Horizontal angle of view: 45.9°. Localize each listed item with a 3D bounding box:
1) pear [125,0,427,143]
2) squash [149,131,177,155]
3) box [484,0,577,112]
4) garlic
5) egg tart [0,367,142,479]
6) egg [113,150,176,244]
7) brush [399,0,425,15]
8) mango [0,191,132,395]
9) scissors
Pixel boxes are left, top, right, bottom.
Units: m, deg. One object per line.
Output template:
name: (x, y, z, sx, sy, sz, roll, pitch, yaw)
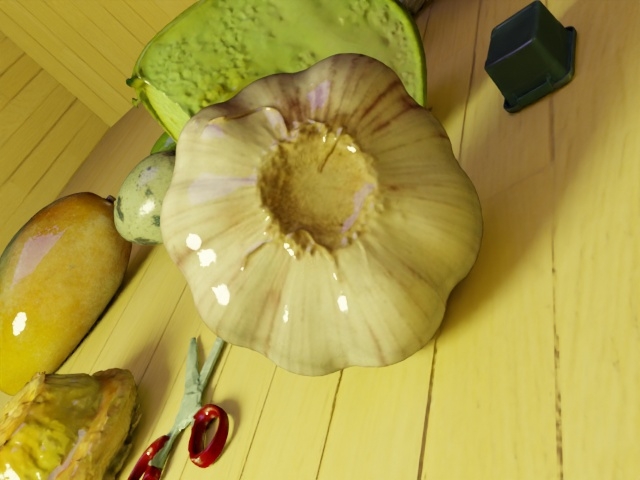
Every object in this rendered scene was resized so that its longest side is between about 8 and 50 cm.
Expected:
pear: (-0.018, -0.167, 0.838, 0.282, 0.286, 0.176, -51, 3, -10)
squash: (-0.152, -0.223, 1.339, 0.395, 0.107, 0.107, -37, 22, 0)
box: (0.195, -0.177, 0.716, 0.074, 0.054, 0.099, -31, 27, 40)
garlic: (0.000, 0.000, 0.626, 0.245, 0.245, 0.253, -53, -10, -14)
egg tart: (-0.330, 0.250, 0.884, 0.288, 0.118, 0.288, -43, 20, 21)
egg: (-0.264, -0.067, 1.258, 0.181, 0.141, 0.141, -41, 22, 8)
brush: (0.156, -0.370, 1.119, 0.065, 0.070, 0.327, -66, 23, -1)
mango: (-0.466, 0.084, 1.315, 0.221, 0.199, 0.384, 10, 71, 56)
scissors: (-0.133, 0.162, 0.797, 0.144, 0.017, 0.248, -36, 22, 23)
